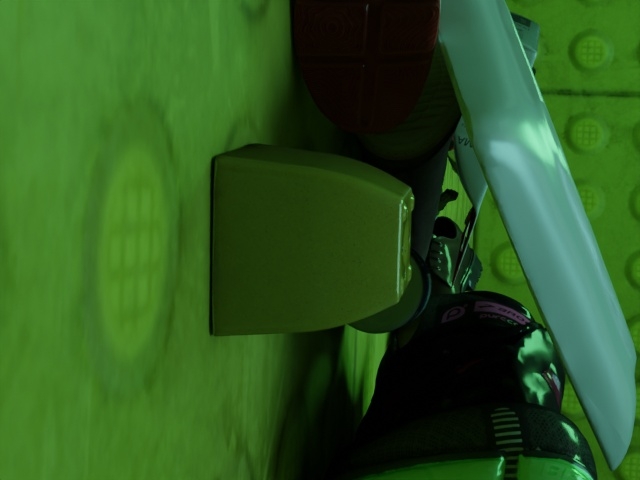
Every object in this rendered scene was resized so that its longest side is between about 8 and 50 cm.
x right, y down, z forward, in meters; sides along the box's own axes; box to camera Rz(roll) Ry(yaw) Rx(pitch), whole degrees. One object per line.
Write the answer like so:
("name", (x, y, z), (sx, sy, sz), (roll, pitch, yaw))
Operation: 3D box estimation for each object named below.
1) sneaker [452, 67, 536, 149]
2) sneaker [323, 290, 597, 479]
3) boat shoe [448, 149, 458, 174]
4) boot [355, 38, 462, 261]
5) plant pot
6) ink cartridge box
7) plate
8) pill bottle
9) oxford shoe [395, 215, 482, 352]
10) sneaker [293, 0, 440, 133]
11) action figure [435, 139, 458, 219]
("sneaker", (0.200, -0.243, 1.500), (0.097, 0.135, 0.276), (50, 42, -73))
("sneaker", (0.094, 0.131, 0.879), (0.483, 0.185, 0.202), (101, -1, -84))
("boat shoe", (0.227, -0.167, 1.751), (0.324, 0.117, 0.096), (-82, 168, -57))
("boot", (0.076, -0.051, 0.962), (0.248, 0.090, 0.206), (-77, 164, -60))
("plant pot", (0.000, 0.000, 0.563), (0.081, 0.083, 0.081), (-42, 135, -76))
("ink cartridge box", (0.145, -0.093, 1.151), (0.189, 0.066, 0.232), (-58, 171, -70))
("plate", (0.137, -0.040, 0.771), (0.278, 0.045, 0.277), (-94, 160, -53))
("pill bottle", (0.047, 0.033, 0.894), (0.120, 0.067, 0.067), (7, 87, -80))
("oxford shoe", (0.113, 0.049, 1.311), (0.096, 0.083, 0.227), (63, 24, -23))
("sneaker", (0.034, -0.182, 0.706), (0.128, 0.087, 0.221), (-64, 157, -63))
("action figure", (0.107, -0.074, 1.233), (0.232, 0.064, 0.137), (77, 9, -72))
